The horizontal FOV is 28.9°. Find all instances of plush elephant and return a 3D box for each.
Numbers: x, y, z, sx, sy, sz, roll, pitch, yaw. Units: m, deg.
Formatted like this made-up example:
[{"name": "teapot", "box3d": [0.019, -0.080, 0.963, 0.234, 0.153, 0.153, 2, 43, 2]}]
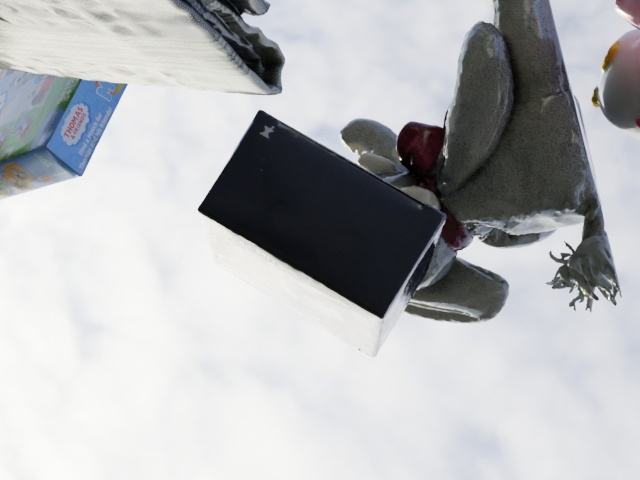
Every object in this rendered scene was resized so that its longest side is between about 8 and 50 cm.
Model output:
[{"name": "plush elephant", "box3d": [0.118, -0.054, 1.139, 0.255, 0.272, 0.330, -14, -124, 14]}]

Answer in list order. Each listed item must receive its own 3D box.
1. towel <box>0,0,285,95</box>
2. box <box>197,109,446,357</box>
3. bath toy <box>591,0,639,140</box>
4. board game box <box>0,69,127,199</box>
[{"name": "towel", "box3d": [-0.201, -0.143, 0.563, 0.324, 0.312, 0.056, 9, -99, 20]}, {"name": "box", "box3d": [0.000, 0.000, 0.936, 0.156, 0.158, 0.093, 30, -104, 8]}, {"name": "bath toy", "box3d": [0.306, -0.202, 1.005, 0.129, 0.151, 0.348, 31, -31, 23]}, {"name": "board game box", "box3d": [-0.221, -0.103, 0.941, 0.211, 0.160, 0.039, -12, -42, 44]}]
